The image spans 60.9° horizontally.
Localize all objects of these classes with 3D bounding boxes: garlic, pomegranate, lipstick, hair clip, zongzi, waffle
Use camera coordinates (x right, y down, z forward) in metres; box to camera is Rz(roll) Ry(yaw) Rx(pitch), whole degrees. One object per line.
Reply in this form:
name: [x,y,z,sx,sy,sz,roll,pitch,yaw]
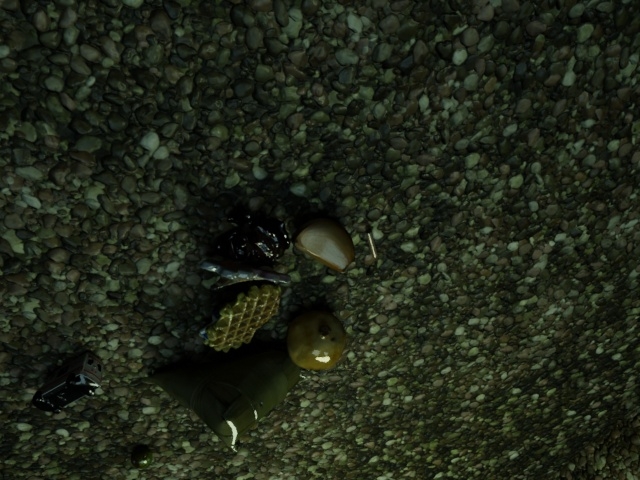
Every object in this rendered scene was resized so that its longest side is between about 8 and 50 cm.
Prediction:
garlic: [-0.006,0.005,1.456,0.206,0.128,0.115,22,162,-32]
pomegranate: [-0.620,0.748,1.867,0.084,0.073,0.073,-20,130,20]
lipstick: [0.147,0.009,1.557,0.018,0.019,0.094,-20,129,0]
pomegranate: [-0.011,0.297,1.628,0.196,0.196,0.196,-7,127,-10]
hair clip: [-0.200,0.090,1.439,0.256,0.146,0.075,2,92,-37]
zongzi: [-0.251,0.403,1.707,0.447,0.418,0.182,-28,128,-47]
waffle: [-0.208,0.217,1.536,0.253,0.056,0.249,-37,155,-12]

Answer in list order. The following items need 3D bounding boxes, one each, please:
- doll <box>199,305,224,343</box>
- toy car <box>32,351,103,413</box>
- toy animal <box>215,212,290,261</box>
doll: [-0.304,0.247,1.587,0.098,0.058,0.143,-4,129,-41]
toy car: [-0.728,0.410,1.565,0.209,0.108,0.089,-30,130,13]
toy animal: [-0.160,-0.007,1.427,0.218,0.116,0.179,-21,164,25]
